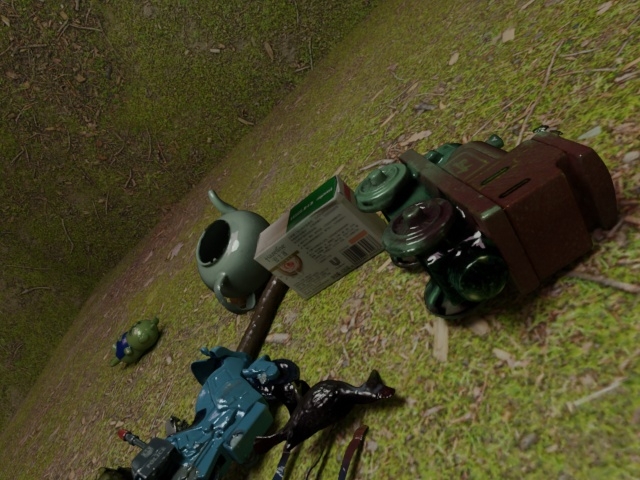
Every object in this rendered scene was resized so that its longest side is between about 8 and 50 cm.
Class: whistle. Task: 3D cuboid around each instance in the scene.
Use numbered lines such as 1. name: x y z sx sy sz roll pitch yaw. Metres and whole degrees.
1. whistle: -0.557 0.306 1.296 0.227 0.085 0.105 -39 18 22

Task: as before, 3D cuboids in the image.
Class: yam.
1. yam: -0.099 0.116 0.868 0.045 0.045 0.326 3 52 27

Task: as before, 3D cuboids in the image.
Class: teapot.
1. teapot: -0.187 0.025 0.940 0.193 0.129 0.294 -33 48 26

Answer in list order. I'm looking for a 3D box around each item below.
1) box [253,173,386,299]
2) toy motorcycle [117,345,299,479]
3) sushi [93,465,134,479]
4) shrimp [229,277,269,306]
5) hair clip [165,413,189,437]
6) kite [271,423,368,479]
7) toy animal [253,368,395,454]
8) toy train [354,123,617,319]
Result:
1. box: 0.000 0.000 0.761 0.199 0.135 0.081 -36 28 25
2. toy motorcycle: -0.165 0.265 0.654 0.182 0.123 0.272 7 38 36
3. sushi: -0.372 0.500 0.675 0.131 0.139 0.291 -21 35 33
4. shrimp: -0.142 0.073 1.006 0.132 0.052 0.187 29 85 47
5. hair clip: -0.255 0.384 0.746 0.116 0.049 0.172 -46 28 18
6. kite: -0.051 0.367 0.468 0.204 0.022 0.360 -22 36 47
7. toy animal: 0.006 0.206 0.546 0.202 0.070 0.105 -24 28 28
8. toy train: 0.175 -0.045 0.549 0.221 0.150 0.304 -35 26 6
